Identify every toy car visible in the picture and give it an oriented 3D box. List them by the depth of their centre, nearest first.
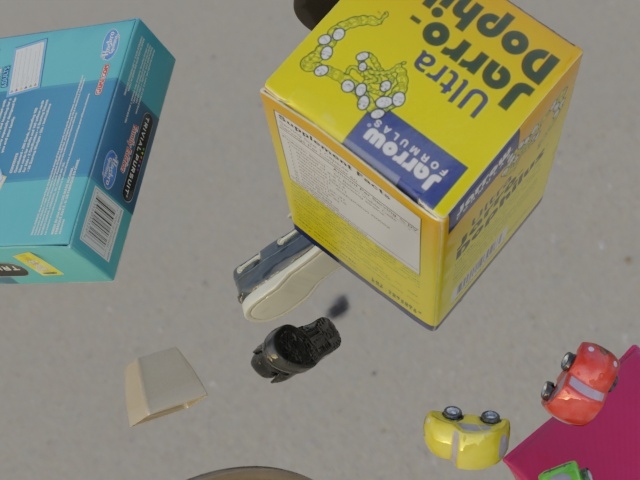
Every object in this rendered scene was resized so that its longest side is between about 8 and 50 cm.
[{"bbox_3d":[0.257,0.249,1.463,0.239,0.225,0.053,-26,16,19],"label":"toy car"}]

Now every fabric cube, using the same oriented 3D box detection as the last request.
[{"bbox_3d":[0.447,0.350,1.773,0.254,0.259,0.258,-39,45,-7],"label":"fabric cube"}]

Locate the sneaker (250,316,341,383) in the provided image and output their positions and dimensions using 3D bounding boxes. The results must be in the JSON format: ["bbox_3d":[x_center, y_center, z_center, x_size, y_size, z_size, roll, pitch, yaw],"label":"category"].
[{"bbox_3d":[-0.037,0.119,1.344,0.089,0.051,0.170,-31,-8,24],"label":"sneaker"}]

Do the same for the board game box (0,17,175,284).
[{"bbox_3d":[-0.331,-0.083,1.328,0.336,0.079,0.254,-2,61,28],"label":"board game box"}]

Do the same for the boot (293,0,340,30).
[{"bbox_3d":[0.080,-0.355,1.376,0.305,0.112,0.115,-40,29,30],"label":"boot"}]

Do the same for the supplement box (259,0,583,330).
[{"bbox_3d":[0.093,-0.084,1.234,0.194,0.356,0.195,37,78,14],"label":"supplement box"}]

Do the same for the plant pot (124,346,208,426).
[{"bbox_3d":[-0.261,0.233,2.134,0.109,0.096,0.109,-16,-11,-28],"label":"plant pot"}]

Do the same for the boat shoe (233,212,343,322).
[{"bbox_3d":[0.000,0.000,1.539,0.254,0.095,0.079,-40,58,26],"label":"boat shoe"}]

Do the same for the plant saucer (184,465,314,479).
[{"bbox_3d":[-0.075,0.295,0.950,0.278,0.278,0.041,-48,29,-19],"label":"plant saucer"}]
